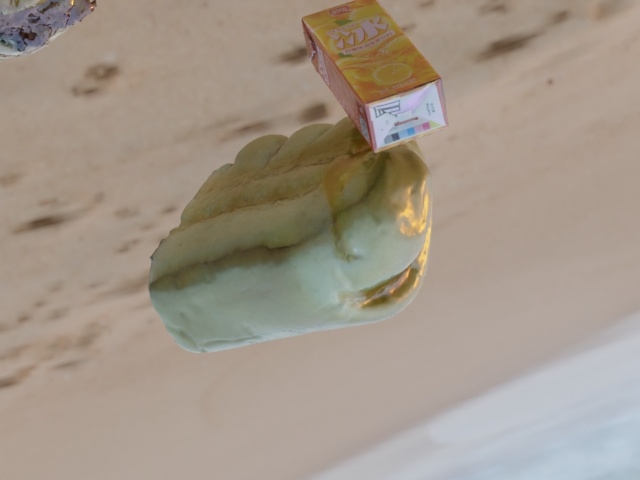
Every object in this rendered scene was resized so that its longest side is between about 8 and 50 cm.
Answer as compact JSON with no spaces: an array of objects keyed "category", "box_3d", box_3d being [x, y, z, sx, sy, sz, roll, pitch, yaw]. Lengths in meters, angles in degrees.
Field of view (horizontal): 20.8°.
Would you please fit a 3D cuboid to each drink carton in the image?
[{"category":"drink carton","box_3d":[0.060,-0.194,1.988,0.096,0.223,0.071,-19,128,-9]}]

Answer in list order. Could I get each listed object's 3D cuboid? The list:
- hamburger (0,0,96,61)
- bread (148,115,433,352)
[{"category":"hamburger","box_3d":[-0.401,-0.265,1.742,0.245,0.282,0.155,-34,157,-25]},{"category":"bread","box_3d":[0.000,0.000,2.110,0.341,0.300,0.210,-17,122,30]}]
